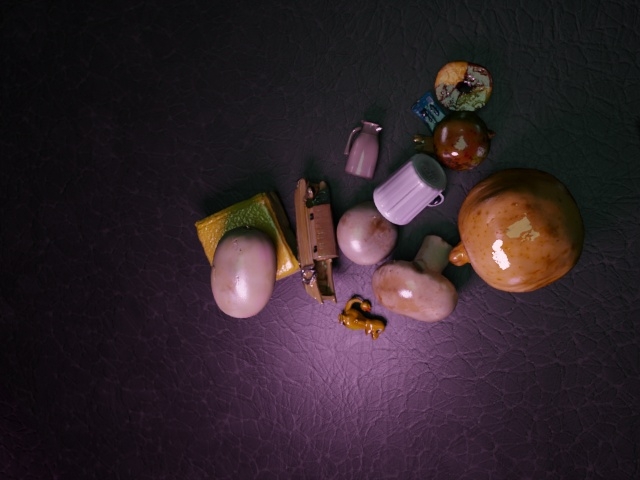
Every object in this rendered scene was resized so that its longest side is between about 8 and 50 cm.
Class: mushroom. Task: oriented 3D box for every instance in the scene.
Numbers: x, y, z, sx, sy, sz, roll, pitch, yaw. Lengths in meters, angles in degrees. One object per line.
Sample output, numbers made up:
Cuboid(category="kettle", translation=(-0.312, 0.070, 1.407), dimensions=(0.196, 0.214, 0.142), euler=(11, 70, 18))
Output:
Cuboid(category="mushroom", translation=(0.326, 0.116, 1.695), dimensions=(0.292, 0.292, 0.290), euler=(19, 77, 11))
Cuboid(category="mushroom", translation=(0.162, -0.028, 1.764), dimensions=(0.226, 0.178, 0.227), euler=(-5, 107, -17))

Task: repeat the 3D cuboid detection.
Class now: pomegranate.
Cuboid(category="pomegranate", translation=(0.430, -0.331, 1.638), dimensions=(0.245, 0.198, 0.199), euler=(25, 102, 13))
Cuboid(category="pomegranate", translation=(0.584, -0.021, 1.558), dimensions=(0.409, 0.410, 0.411), euler=(2, 98, 14))

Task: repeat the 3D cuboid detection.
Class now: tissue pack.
Cuboid(category="tissue pack", translation=(0.379, -0.428, 1.725), dimensions=(0.085, 0.028, 0.138), euler=(-39, 90, 15))

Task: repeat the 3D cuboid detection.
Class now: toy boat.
Cuboid(category="toy boat", translation=(0.000, 0.000, 1.772), dimensions=(0.162, 0.135, 0.447), euler=(-14, 77, 47))

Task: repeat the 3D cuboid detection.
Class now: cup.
Cuboid(category="cup", translation=(0.316, -0.179, 1.681), dimensions=(0.167, 0.221, 0.202), euler=(57, 139, 10))

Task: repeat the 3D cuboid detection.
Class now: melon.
Cuboid(category="melon", translation=(-0.258, 0.102, 1.708), dimensions=(0.222, 0.223, 0.318), euler=(8, 102, 13))

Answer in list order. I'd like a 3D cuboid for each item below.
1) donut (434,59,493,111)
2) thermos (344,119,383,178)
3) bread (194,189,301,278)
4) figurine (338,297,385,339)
Cuboid(category="donut", translation=(0.471, -0.503, 1.667), dimensions=(0.183, 0.073, 0.167), euler=(4, 97, 13))
Cuboid(category="thermos", translation=(0.144, -0.323, 1.765), dimensions=(0.137, 0.104, 0.193), euler=(20, 99, 42))
Cuboid(category="bread", translation=(-0.257, 0.016, 1.879), dimensions=(0.332, 0.143, 0.324), euler=(-21, 93, 15))
Cuboid(category="figurine", translation=(0.157, 0.282, 1.846), dimensions=(0.175, 0.121, 0.123), euler=(23, 75, -3))
